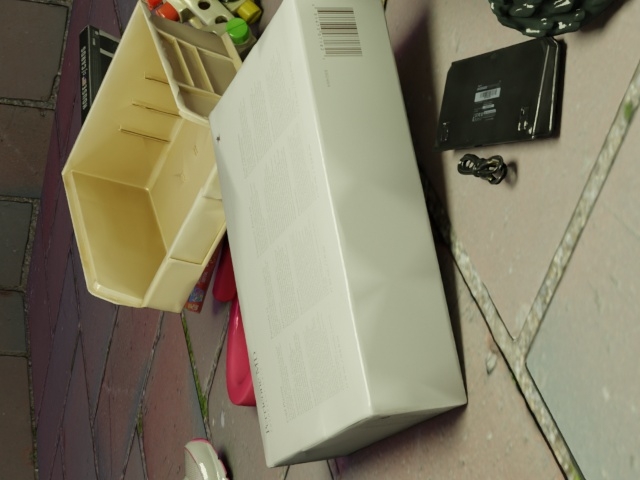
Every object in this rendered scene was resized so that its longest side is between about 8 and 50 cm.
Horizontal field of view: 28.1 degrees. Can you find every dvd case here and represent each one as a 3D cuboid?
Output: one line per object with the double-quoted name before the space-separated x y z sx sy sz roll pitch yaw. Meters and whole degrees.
"dvd case" -0.216 -0.175 1.724 0.029 0.238 0.179 -38 46 34

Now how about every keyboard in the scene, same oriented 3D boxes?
"keyboard" 0.136 -0.096 1.004 0.180 0.023 0.108 -179 100 -72

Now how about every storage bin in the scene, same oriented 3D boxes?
"storage bin" -0.186 -0.093 1.501 0.262 0.123 0.260 -59 33 27

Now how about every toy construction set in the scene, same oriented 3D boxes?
"toy construction set" -0.208 -0.305 1.682 0.328 0.215 0.151 49 168 -2

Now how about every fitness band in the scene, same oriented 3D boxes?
"fitness band" -0.069 0.061 1.522 0.209 0.054 0.291 -116 35 -52

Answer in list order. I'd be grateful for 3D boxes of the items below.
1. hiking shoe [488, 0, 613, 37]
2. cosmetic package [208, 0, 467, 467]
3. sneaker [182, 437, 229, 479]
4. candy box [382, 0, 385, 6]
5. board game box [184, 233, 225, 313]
"hiking shoe" 0.183 -0.280 0.834 0.132 0.113 0.304 -60 -16 -54
"cosmetic package" 0.000 0.000 1.184 0.284 0.097 0.377 141 122 -62
"sneaker" -0.178 0.383 1.656 0.103 0.111 0.252 163 111 -70
"candy box" 0.021 -0.226 1.318 0.109 0.053 0.187 -130 46 -63
"board game box" -0.138 -0.018 1.662 0.281 0.027 0.145 117 167 -66
